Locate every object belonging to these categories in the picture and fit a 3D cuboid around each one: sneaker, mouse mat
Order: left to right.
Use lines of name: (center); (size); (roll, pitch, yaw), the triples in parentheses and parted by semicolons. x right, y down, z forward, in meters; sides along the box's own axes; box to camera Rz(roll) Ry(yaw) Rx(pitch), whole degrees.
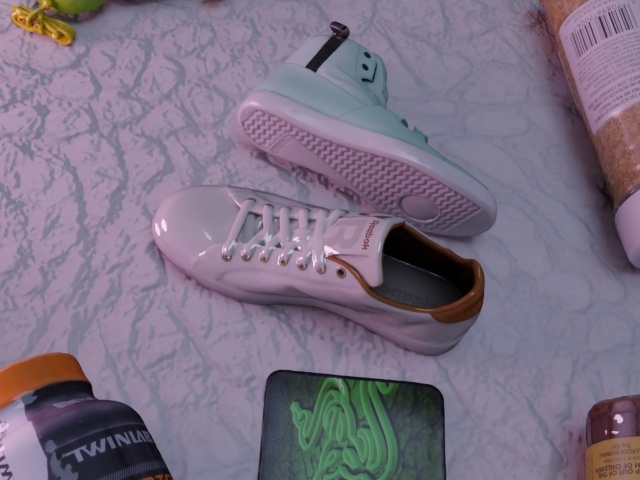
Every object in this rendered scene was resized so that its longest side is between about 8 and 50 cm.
sneaker: (0.000, 0.000, 0.652); (0.290, 0.123, 0.105); (17, 62, 1)
mouse mat: (0.026, 0.197, 0.613); (0.153, 0.007, 0.189); (6, 60, -6)
sneaker: (0.068, -0.113, 0.743); (0.256, 0.094, 0.151); (28, 57, 4)

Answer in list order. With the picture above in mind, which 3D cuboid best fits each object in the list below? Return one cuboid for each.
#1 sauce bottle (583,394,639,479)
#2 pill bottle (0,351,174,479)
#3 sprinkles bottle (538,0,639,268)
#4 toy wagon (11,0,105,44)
sauce bottle: (0.244, 0.286, 0.544); (0.112, 0.111, 0.344); (11, 61, -4)
pill bottle: (-0.151, 0.196, 0.510); (0.130, 0.130, 0.245); (-26, 69, -22)
sprinkles bottle: (0.321, -0.149, 0.791); (0.121, 0.121, 0.355); (-2, 62, -11)
toy wagon: (-0.210, -0.350, 0.838); (0.267, 0.068, 0.344); (23, 60, 4)
